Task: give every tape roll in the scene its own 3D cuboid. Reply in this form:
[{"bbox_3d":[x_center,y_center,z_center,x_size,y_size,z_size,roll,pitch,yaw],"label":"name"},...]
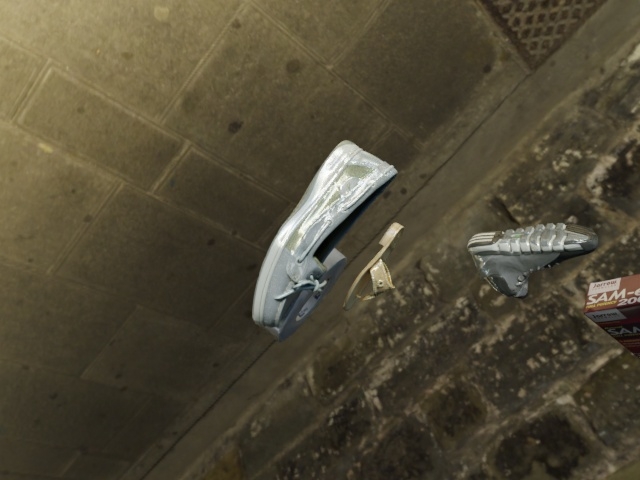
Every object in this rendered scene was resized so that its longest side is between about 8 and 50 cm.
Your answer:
[{"bbox_3d":[-0.040,0.099,1.101,0.219,0.072,0.219,-49,168,-14],"label":"tape roll"}]

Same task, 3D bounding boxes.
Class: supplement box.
[{"bbox_3d":[0.615,0.157,0.991,0.239,0.073,0.130,36,151,-15],"label":"supplement box"}]

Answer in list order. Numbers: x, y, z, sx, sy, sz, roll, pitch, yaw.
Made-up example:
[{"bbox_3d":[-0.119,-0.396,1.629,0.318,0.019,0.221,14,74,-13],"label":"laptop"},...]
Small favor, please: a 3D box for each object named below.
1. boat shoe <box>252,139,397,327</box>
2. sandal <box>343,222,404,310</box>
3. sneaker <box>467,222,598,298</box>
[{"bbox_3d":[0.001,0.000,0.839,0.321,0.103,0.118,-59,168,-10],"label":"boat shoe"},{"bbox_3d":[0.144,0.079,1.258,0.240,0.079,0.088,-59,159,3],"label":"sandal"},{"bbox_3d":[0.395,0.045,1.004,0.086,0.228,0.132,-38,117,-45],"label":"sneaker"}]
